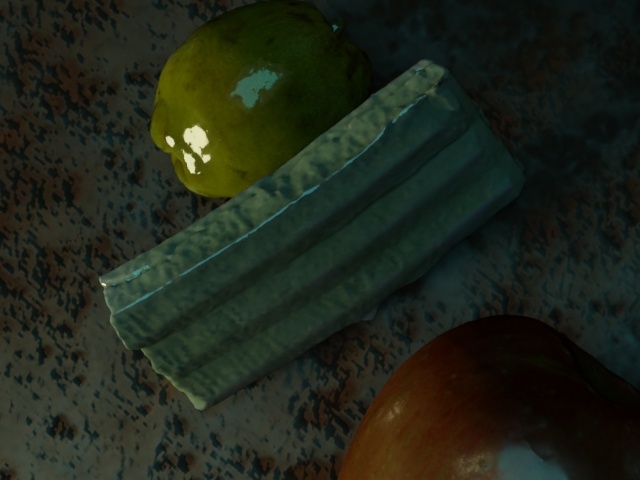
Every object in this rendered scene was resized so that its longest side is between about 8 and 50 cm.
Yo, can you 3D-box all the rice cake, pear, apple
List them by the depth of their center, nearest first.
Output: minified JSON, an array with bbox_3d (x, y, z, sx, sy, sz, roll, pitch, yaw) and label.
[{"bbox_3d":[0.105,0.133,0.938,0.181,0.181,0.168,31,98,8],"label":"apple"},{"bbox_3d":[0.000,0.000,0.995,0.237,0.127,0.043,-35,49,4],"label":"rice cake"},{"bbox_3d":[-0.035,-0.082,1.010,0.131,0.107,0.107,-42,82,1],"label":"pear"}]
